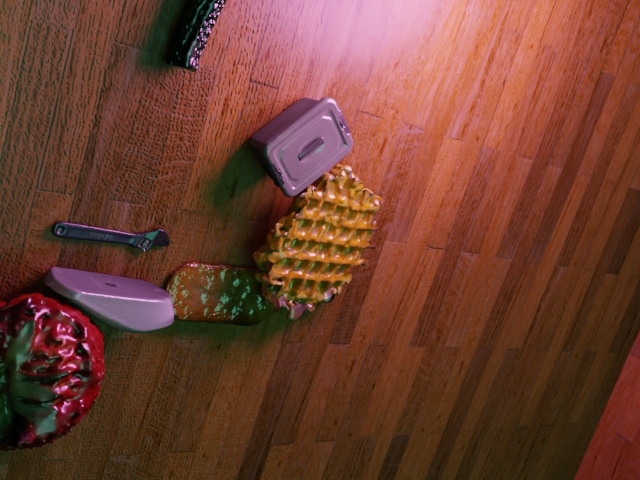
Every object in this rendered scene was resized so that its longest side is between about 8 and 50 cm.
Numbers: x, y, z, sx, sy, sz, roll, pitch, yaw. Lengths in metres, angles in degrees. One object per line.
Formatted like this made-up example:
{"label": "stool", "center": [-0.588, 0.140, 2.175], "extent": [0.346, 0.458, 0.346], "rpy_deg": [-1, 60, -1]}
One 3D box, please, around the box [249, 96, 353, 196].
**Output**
{"label": "box", "center": [-0.040, -0.176, 1.384], "extent": [0.172, 0.093, 0.124], "rpy_deg": [-39, 128, -15]}

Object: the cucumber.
{"label": "cucumber", "center": [-0.186, -0.355, 1.218], "extent": [0.058, 0.058, 0.187], "rpy_deg": [21, 100, -41]}

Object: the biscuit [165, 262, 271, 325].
{"label": "biscuit", "center": [-0.183, 0.103, 1.457], "extent": [0.247, 0.029, 0.119], "rpy_deg": [10, 99, -39]}

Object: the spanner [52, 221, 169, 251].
{"label": "spanner", "center": [-0.346, -0.009, 1.293], "extent": [0.208, 0.012, 0.046], "rpy_deg": [9, 105, -38]}

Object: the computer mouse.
{"label": "computer mouse", "center": [-0.346, 0.103, 1.273], "extent": [0.230, 0.128, 0.079], "rpy_deg": [17, 95, -39]}

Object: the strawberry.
{"label": "strawberry", "center": [-0.463, 0.204, 1.193], "extent": [0.261, 0.257, 0.261], "rpy_deg": [0, 92, -10]}

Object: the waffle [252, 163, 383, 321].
{"label": "waffle", "center": [-0.008, 0.008, 1.491], "extent": [0.329, 0.062, 0.329], "rpy_deg": [-28, 135, -32]}
